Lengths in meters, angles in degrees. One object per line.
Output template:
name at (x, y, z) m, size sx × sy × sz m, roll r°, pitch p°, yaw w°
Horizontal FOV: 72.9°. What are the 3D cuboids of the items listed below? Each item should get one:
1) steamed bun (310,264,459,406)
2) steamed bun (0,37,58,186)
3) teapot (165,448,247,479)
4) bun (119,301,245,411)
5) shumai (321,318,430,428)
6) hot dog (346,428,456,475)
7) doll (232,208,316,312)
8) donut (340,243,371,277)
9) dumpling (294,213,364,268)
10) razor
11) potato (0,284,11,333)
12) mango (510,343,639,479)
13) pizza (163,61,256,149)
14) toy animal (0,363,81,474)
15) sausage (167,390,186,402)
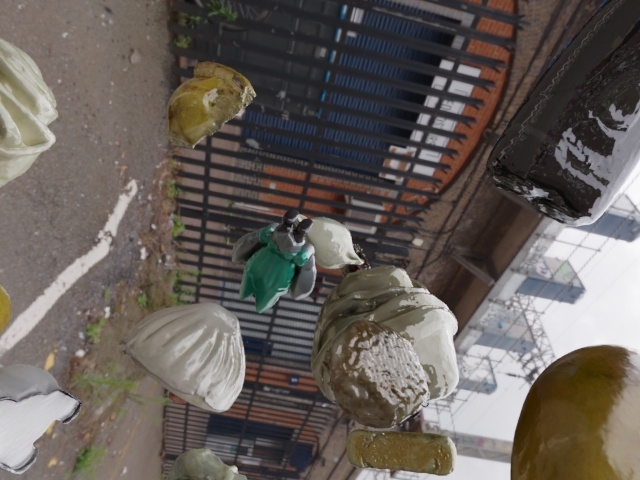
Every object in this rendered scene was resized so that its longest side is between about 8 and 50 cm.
steamed bun at (0.118, 0.177, 0.909) m, size 0.324 × 0.310 × 0.219 m, roll -45°, pitch 123°, yaw -65°
steamed bun at (-0.797, -0.300, 0.952) m, size 0.339 × 0.352 × 0.247 m, roll 57°, pitch 4°, yaw 12°
teapot at (-0.038, 0.201, 0.241) m, size 0.077 × 0.201 × 0.107 m, roll 19°, pitch 84°, yaw -54°
bun at (-0.250, 0.214, 0.899) m, size 0.175 × 0.263 × 0.263 m, roll -53°, pitch -179°, yaw -13°
shumai at (0.057, 0.177, 0.561) m, size 0.116 × 0.146 × 0.145 m, roll -44°, pitch -152°, yaw 40°
hot dog at (0.181, 0.476, 0.984) m, size 0.073 × 0.243 × 0.084 m, roll 50°, pitch 39°, yaw -69°
doll at (-0.079, 0.052, 0.937) m, size 0.259 × 0.194 × 0.153 m, roll -26°, pitch -170°, yaw 35°
donut at (0.141, 0.139, 1.401) m, size 0.269 × 0.103 × 0.269 m, roll 60°, pitch 4°, yaw -7°
dumpling at (0.000, 0.000, 1.224) m, size 0.131 × 0.252 × 0.179 m, roll -61°, pitch -160°, yaw -5°
razor at (0.424, -0.197, 0.657) m, size 0.348 × 0.205 × 0.113 m, roll -55°, pitch -175°, yaw 10°
potato at (-0.729, 0.148, 0.885) m, size 0.158 × 0.204 × 0.178 m, roll 114°, pitch -44°, yaw -69°
mango at (0.327, 0.240, 0.498) m, size 0.173 × 0.318 × 0.211 m, roll -13°, pitch -87°, yaw 52°
pizza at (-0.227, -0.271, 0.840) m, size 0.081 × 0.204 × 0.188 m, roll 36°, pitch 80°, yaw -49°
toy animal at (-0.723, 0.329, 0.938) m, size 0.194 × 0.358 × 0.257 m, roll -46°, pitch 146°, yaw -45°
sausage at (-0.333, 0.397, 1.214) m, size 0.077 × 0.194 × 0.077 m, roll 159°, pitch -90°, yaw -85°
